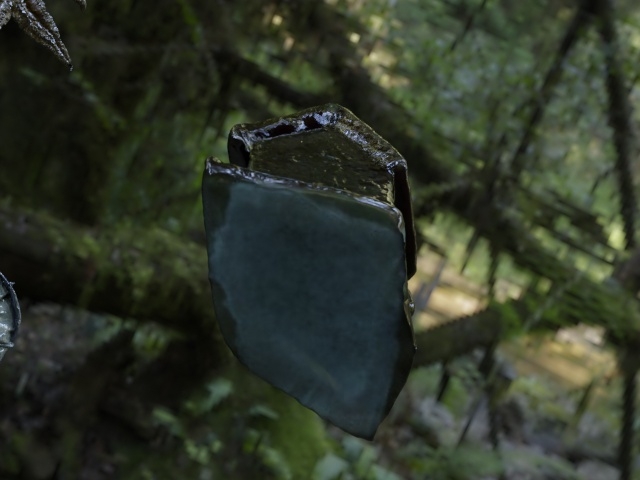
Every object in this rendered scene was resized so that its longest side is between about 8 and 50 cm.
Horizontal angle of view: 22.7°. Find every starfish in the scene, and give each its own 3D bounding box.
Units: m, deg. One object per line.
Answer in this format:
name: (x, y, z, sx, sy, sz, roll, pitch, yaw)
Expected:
starfish: (-0.326, -0.284, 1.709, 0.043, 0.240, 0.227, 2, -23, 29)

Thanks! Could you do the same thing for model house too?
model house: (0.000, 0.007, 0.883, 0.106, 0.165, 0.152, 0, 25, 4)

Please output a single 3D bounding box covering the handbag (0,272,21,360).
handbag: (-0.286, 0.064, 1.271, 0.095, 0.117, 0.173, -7, 1, -10)
